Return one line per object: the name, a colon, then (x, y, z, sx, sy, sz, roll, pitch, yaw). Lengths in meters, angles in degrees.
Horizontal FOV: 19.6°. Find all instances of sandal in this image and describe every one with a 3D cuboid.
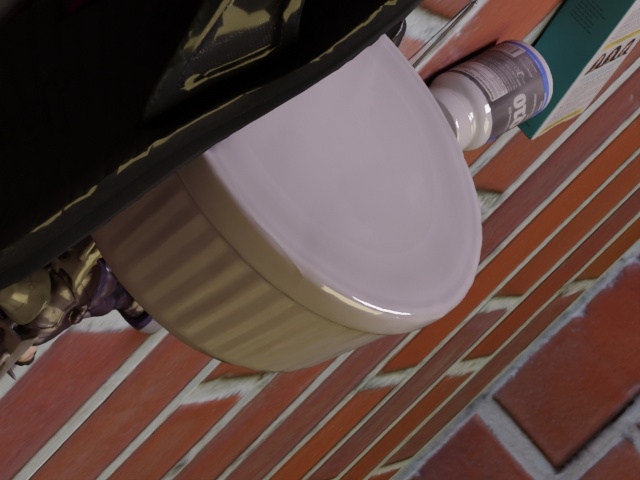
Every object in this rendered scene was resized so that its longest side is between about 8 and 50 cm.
sandal: (-0.069, -0.141, 1.000, 0.446, 0.167, 0.107, -41, 148, -3)

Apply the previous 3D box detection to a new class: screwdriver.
screwdriver: (0.078, -0.149, 1.622, 0.170, 0.024, 0.025, -48, -165, -3)

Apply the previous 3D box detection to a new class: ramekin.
ramekin: (-0.035, -0.042, 1.173, 0.127, 0.273, 0.273, -36, 171, 34)

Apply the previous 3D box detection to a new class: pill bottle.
pill bottle: (0.146, -0.129, 1.724, 0.137, 0.078, 0.078, -30, 161, -37)

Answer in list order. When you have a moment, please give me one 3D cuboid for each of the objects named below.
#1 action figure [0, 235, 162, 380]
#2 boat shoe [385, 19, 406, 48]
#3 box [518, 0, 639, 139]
action figure: (-0.168, 0.027, 1.347, 0.185, 0.099, 0.285, -39, 163, 19)
boat shoe: (0.013, -0.139, 1.411, 0.133, 0.049, 0.042, -34, 172, -14)
box: (0.276, -0.211, 1.858, 0.100, 0.060, 0.244, -29, 160, -43)
